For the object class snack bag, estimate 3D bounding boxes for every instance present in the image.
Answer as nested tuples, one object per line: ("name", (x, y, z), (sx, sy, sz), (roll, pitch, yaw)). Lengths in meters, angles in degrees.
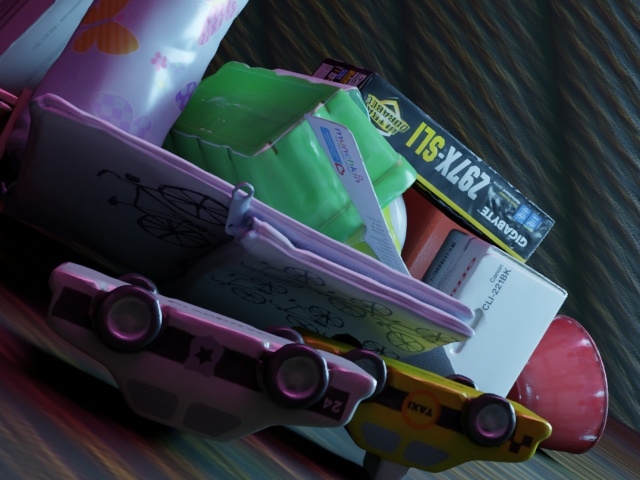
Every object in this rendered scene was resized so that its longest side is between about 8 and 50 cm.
("snack bag", (-0.088, 0.015, 0.872), (0.343, 0.037, 0.323), (28, -18, -12))

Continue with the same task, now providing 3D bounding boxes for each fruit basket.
("fruit basket", (0.000, 0.000, 1.076), (0.327, 0.165, 0.353), (22, -28, 51))

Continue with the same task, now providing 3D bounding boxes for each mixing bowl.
("mixing bowl", (0.273, 0.189, 1.432), (0.098, 0.181, 0.181), (-5, 17, -21))

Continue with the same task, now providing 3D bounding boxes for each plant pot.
("plant pot", (0.156, 0.031, 2.011), (0.267, 0.235, 0.267), (27, 3, -42))

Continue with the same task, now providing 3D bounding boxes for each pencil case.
("pencil case", (-0.153, -0.153, 0.964), (0.114, 0.273, 0.124), (19, -16, 32))

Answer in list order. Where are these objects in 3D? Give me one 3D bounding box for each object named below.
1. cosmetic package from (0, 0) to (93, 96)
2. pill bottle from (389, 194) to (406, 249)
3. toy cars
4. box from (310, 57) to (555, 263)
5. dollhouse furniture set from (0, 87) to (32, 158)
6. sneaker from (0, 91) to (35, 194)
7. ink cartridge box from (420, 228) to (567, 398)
("cosmetic package", (-0.192, -0.132, 1.242), (0.385, 0.156, 0.217), (43, 2, -33))
("pill bottle", (0.001, -0.032, 1.627), (0.229, 0.229, 0.407), (30, 2, 0))
("toy cars", (-0.008, 0.103, 0.710), (0.176, 0.087, 0.394), (18, -2, 42))
("box", (0.135, -0.113, 1.510), (0.322, 0.079, 0.257), (37, 1, -19))
("dollhouse furniture set", (-0.373, -0.110, 0.972), (0.182, 0.101, 0.161), (28, -21, -23))
("sneaker", (-0.226, -0.099, 1.048), (0.170, 0.089, 0.051), (-11, 0, 3))
("ink cartridge box", (0.182, 0.103, 1.406), (0.114, 0.197, 0.273), (30, 3, -4))
